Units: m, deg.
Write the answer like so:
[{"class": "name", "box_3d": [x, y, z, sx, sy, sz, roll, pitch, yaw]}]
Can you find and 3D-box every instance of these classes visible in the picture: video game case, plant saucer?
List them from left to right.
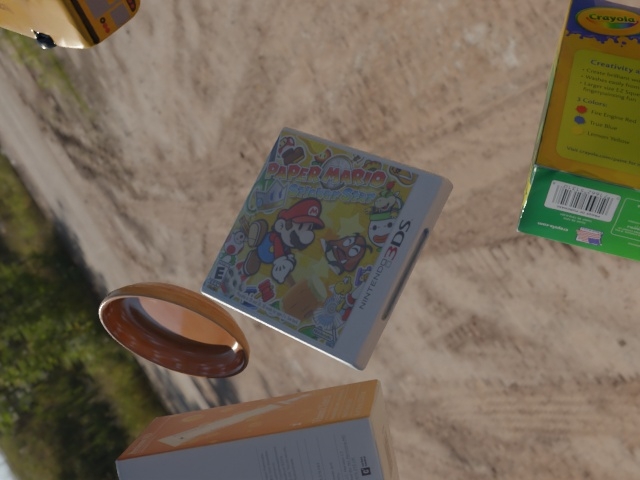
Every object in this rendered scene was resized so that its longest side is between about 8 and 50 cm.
[{"class": "plant saucer", "box_3d": [-0.181, 0.110, 1.328, 0.199, 0.037, 0.200, 14, 147, 9]}, {"class": "video game case", "box_3d": [0.000, 0.000, 1.082, 0.227, 0.206, 0.026, 22, 172, 39]}]

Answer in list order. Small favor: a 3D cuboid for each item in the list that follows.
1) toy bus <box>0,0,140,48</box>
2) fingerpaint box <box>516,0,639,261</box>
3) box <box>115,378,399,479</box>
[{"class": "toy bus", "box_3d": [-0.416, -0.371, 1.534, 0.332, 0.130, 0.108, 24, 151, 43]}, {"class": "fingerpaint box", "box_3d": [0.542, -0.141, 1.527, 0.444, 0.371, 0.163, 14, 145, 7]}, {"class": "box", "box_3d": [-0.075, 0.322, 1.450, 0.215, 0.345, 0.168, -48, -54, -82]}]
